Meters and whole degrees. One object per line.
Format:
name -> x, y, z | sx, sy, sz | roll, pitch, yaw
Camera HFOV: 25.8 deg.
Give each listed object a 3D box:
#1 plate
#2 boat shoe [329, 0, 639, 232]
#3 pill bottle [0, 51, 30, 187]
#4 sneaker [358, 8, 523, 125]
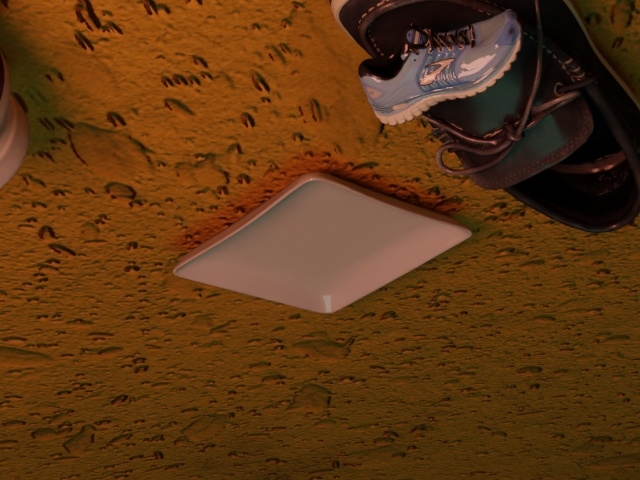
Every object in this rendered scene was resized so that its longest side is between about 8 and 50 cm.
plate -> 0.000, 0.000, 1.751 | 0.277, 0.045, 0.278 | 16, 144, -40
boat shoe -> 0.195, -0.144, 1.403 | 0.187, 0.156, 0.500 | -23, 147, 29
pill bottle -> -0.377, -0.152, 1.226 | 0.169, 0.169, 0.301 | -13, 153, 11
sneaker -> 0.104, -0.162, 1.238 | 0.162, 0.063, 0.073 | -26, 126, 22
